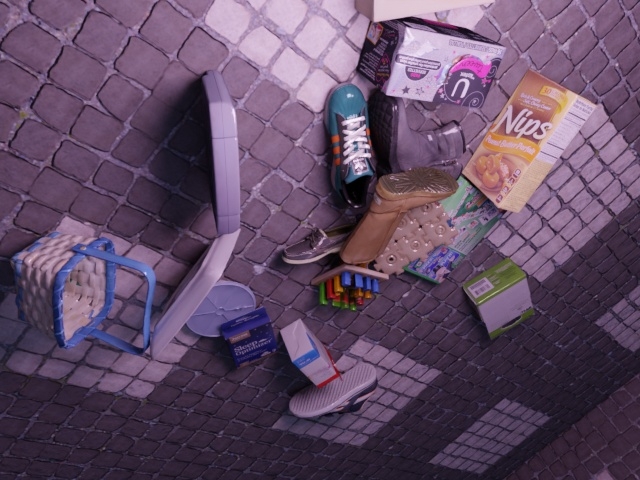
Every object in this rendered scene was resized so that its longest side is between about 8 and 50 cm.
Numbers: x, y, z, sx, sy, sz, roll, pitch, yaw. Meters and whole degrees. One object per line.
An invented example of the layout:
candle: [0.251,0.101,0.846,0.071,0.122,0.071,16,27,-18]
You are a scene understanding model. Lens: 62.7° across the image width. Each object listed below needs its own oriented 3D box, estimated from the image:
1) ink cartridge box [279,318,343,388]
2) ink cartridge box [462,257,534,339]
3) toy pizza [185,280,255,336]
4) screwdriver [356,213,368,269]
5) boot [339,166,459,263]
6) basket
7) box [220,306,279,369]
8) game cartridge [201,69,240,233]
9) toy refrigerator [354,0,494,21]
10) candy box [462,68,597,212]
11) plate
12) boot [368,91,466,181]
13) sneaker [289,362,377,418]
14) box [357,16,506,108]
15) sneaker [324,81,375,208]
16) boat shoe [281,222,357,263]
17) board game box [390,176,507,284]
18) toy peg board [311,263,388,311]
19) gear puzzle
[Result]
ink cartridge box: [-0.024,0.361,1.624,0.078,0.134,0.231,-33,132,2]
ink cartridge box: [0.617,0.208,1.811,0.189,0.097,0.255,-31,134,2]
toy pizza: [-0.278,0.185,1.442,0.202,0.032,0.201,-12,129,-16]
screwdriver: [0.119,0.006,1.448,0.024,0.025,0.169,-7,114,7]
boot: [0.189,-0.058,1.316,0.236,0.089,0.269,-5,143,-24]
basket: [-0.498,0.112,1.139,0.289,0.201,0.254,23,122,8]
box: [-0.202,0.286,1.524,0.137,0.036,0.225,-21,141,-12]
game cartridge: [-0.204,-0.171,1.080,0.062,0.198,0.297,-9,130,-17]
toy refrigerator: [0.211,-0.517,1.051,0.270,0.102,0.094,-14,130,-13]
candy box: [0.519,-0.251,1.342,0.088,0.182,0.316,10,121,-31]
plate: [-0.299,0.108,1.232,0.045,0.277,0.278,36,108,-14]
boot: [0.244,-0.252,1.284,0.223,0.118,0.338,-24,143,-8]
sneaker: [0.056,0.549,1.815,0.321,0.126,0.127,-21,126,-9]
box: [0.232,-0.383,1.124,0.248,0.163,0.142,0,124,-23]
sneaker: [0.080,-0.210,1.224,0.108,0.121,0.302,-16,131,-12]
boat shoe: [0.001,0.000,1.392,0.224,0.080,0.073,-14,125,-20]
board game box: [0.380,-0.021,1.557,0.214,0.046,0.317,24,114,-35]
toy peg board: [0.083,0.141,1.485,0.161,0.079,0.161,15,151,-33]
gear puzzle: [0.206,0.003,1.478,0.339,0.044,0.175,-32,108,13]
